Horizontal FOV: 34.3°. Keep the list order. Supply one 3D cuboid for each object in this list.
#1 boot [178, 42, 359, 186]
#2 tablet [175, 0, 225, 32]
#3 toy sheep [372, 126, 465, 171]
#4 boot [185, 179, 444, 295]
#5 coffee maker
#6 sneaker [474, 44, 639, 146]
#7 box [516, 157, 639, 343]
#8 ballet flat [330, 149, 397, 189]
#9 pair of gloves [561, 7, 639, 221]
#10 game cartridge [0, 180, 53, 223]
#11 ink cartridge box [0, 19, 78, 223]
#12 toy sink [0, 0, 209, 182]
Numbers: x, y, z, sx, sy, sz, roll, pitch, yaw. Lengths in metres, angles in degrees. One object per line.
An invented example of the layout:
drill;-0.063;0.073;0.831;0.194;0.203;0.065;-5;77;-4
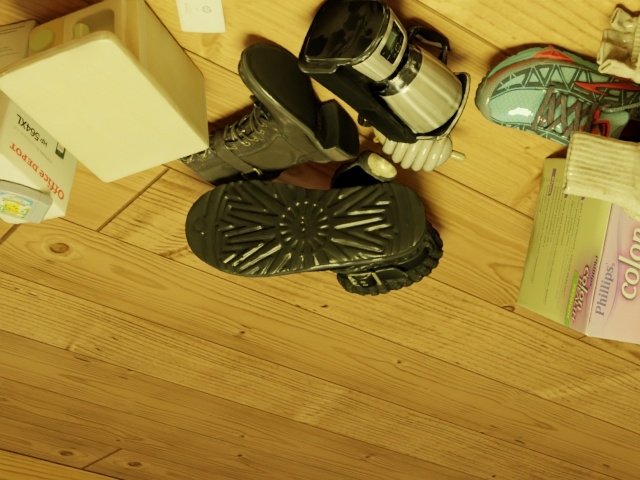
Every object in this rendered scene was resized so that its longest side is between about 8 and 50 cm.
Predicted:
boot;-0.098;-0.140;1.365;0.229;0.091;0.263;-14;147;28
tablet;-0.142;-0.274;1.222;0.054;0.006;0.083;2;151;3
toy sheep;0.129;-0.133;1.356;0.132;0.091;0.091;24;149;2
boot;0.001;0.004;1.500;0.348;0.131;0.260;1;171;9
coffee maker;0.059;-0.194;1.222;0.171;0.120;0.178;-19;142;36
sneaker;0.317;-0.157;1.230;0.262;0.125;0.104;4;124;-6
box;0.368;0.008;1.345;0.117;0.213;0.243;10;-177;-9
ballet flat;0.061;-0.087;1.417;0.057;0.049;0.173;41;166;-9
pair of gloves;0.393;-0.138;1.175;0.204;0.240;0.042;19;175;-13
game cartridge;-0.364;-0.047;1.230;0.083;0.017;0.056;17;143;-23
ink cartridge box;-0.366;-0.143;1.281;0.086;0.203;0.148;-7;148;20
toy sink;-0.255;-0.197;1.234;0.153;0.131;0.234;-18;148;16
